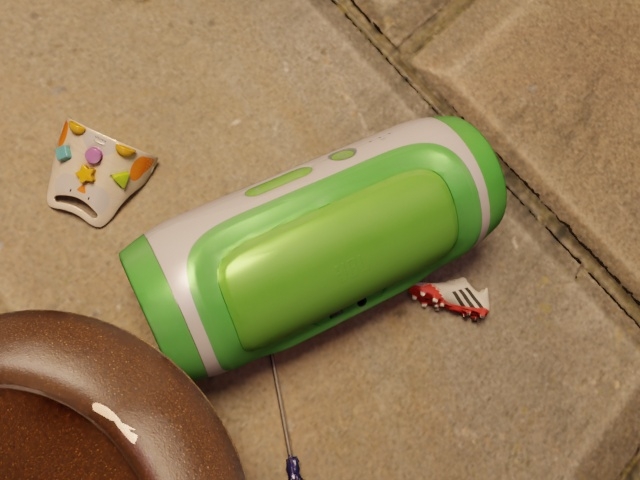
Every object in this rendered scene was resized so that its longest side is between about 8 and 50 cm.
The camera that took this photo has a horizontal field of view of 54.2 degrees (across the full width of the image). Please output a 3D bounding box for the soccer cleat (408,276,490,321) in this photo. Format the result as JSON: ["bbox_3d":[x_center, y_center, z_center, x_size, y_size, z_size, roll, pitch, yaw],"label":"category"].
[{"bbox_3d":[0.119,0.048,0.577,0.083,0.029,0.036,18,67,-12],"label":"soccer cleat"}]

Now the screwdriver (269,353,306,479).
[{"bbox_3d":[-0.025,0.167,0.527,0.025,0.024,0.170,6,68,-41],"label":"screwdriver"}]

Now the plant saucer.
[{"bbox_3d":[-0.196,0.202,0.405,0.310,0.050,0.311,0,88,9],"label":"plant saucer"}]

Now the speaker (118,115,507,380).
[{"bbox_3d":[0.000,0.000,0.508,0.296,0.131,0.131,-24,85,-16],"label":"speaker"}]

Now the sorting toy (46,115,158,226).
[{"bbox_3d":[-0.193,-0.054,0.526,0.083,0.045,0.075,24,94,-7],"label":"sorting toy"}]
